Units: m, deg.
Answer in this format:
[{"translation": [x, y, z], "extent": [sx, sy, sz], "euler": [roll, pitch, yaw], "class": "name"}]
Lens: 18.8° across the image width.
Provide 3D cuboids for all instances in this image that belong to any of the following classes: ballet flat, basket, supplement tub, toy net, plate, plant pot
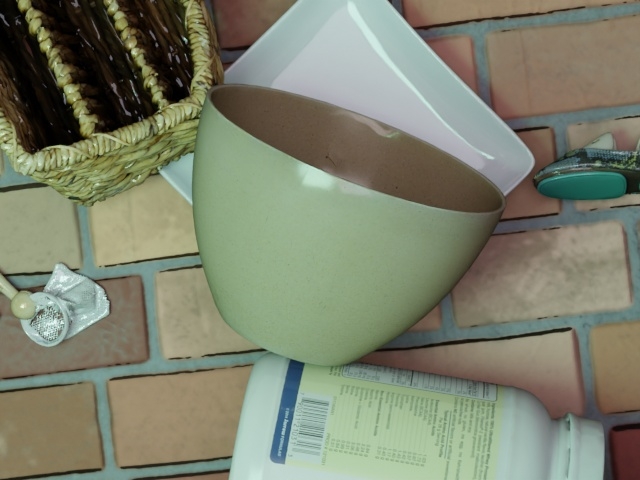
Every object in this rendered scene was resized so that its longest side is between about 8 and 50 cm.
[{"translation": [0.299, -0.074, 1.872], "extent": [0.188, 0.070, 0.070], "euler": [1, 88, 0], "class": "ballet flat"}, {"translation": [-0.221, -0.210, 1.785], "extent": [0.213, 0.223, 0.299], "euler": [-27, 78, 5], "class": "basket"}, {"translation": [0.083, 0.237, 1.775], "extent": [0.324, 0.235, 0.235], "euler": [9, 88, 2], "class": "supplement tub"}, {"translation": [-0.324, 0.080, 1.890], "extent": [0.232, 0.045, 0.122], "euler": [0, 88, 2], "class": "toy net"}, {"translation": [0.019, -0.081, 1.884], "extent": [0.277, 0.045, 0.278], "euler": [-43, 87, 1], "class": "plate"}, {"translation": [0.000, 0.000, 1.739], "extent": [0.284, 0.284, 0.191], "euler": [22, 105, 3], "class": "plant pot"}]
